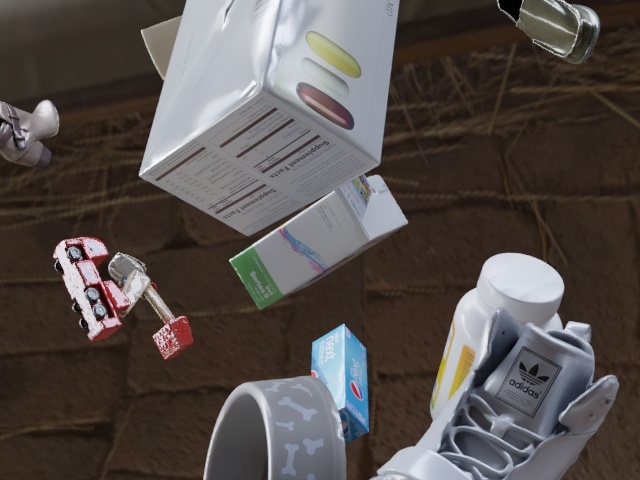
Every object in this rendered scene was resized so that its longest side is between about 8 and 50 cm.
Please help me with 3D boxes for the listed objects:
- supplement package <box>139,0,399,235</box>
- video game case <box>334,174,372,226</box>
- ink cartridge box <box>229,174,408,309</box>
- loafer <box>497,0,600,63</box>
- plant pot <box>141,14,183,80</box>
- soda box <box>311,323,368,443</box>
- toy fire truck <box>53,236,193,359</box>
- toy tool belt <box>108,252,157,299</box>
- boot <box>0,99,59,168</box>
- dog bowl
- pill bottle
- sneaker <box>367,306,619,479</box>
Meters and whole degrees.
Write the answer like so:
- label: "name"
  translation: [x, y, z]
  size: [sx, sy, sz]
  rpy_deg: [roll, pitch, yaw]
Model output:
- label: "supplement package"
  translation: [-0.045, -0.174, 1.035]
  size: [0.204, 0.145, 0.261]
  rpy_deg: [-27, 44, 42]
- label: "video game case"
  translation: [0.038, -0.079, 1.357]
  size: [0.011, 0.087, 0.122]
  rpy_deg: [-25, 17, 20]
- label: "ink cartridge box"
  translation: [0.000, 0.000, 1.475]
  size: [0.212, 0.154, 0.093]
  rpy_deg: [-35, 85, 26]
- label: "loafer"
  translation: [0.364, -0.357, 1.665]
  size: [0.251, 0.088, 0.094]
  rpy_deg: [-126, 46, -57]
- label: "plant pot"
  translation: [-0.242, -0.339, 1.832]
  size: [0.109, 0.109, 0.096]
  rpy_deg: [-11, 86, 32]
- label: "soda box"
  translation: [0.030, 0.235, 1.653]
  size: [0.071, 0.067, 0.210]
  rpy_deg: [-32, 26, 20]
- label: "toy fire truck"
  translation: [-0.268, 0.077, 1.382]
  size: [0.047, 0.135, 0.192]
  rpy_deg: [-39, 72, 40]
- label: "toy tool belt"
  translation: [-0.280, 0.057, 1.521]
  size: [0.083, 0.051, 0.052]
  rpy_deg: [39, 67, 1]
- label: "boot"
  translation: [-0.358, -0.142, 1.217]
  size: [0.042, 0.087, 0.118]
  rpy_deg: [-27, 51, 22]
- label: "dog bowl"
  translation: [-0.079, 0.361, 1.460]
  size: [0.102, 0.349, 0.348]
  rpy_deg: [10, 60, -22]
- label: "pill bottle"
  translation: [0.229, 0.142, 1.300]
  size: [0.137, 0.245, 0.136]
  rpy_deg: [6, 35, -5]
- label: "sneaker"
  translation: [0.123, 0.176, 0.840]
  size: [0.137, 0.366, 0.210]
  rpy_deg: [32, 113, 27]
